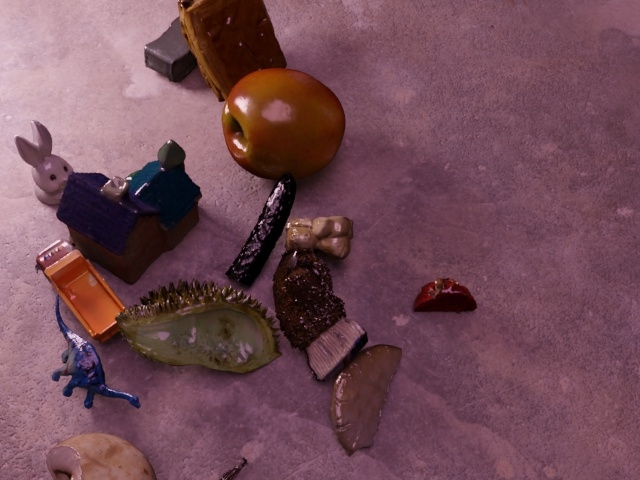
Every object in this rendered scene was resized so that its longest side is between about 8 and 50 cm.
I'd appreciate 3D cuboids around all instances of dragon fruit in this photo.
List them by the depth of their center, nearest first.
[{"bbox_3d":[0.316,0.126,1.665,0.162,0.106,0.083,3,60,0],"label":"dragon fruit"}]

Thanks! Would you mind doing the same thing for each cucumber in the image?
[{"bbox_3d":[-0.135,-0.029,1.680,0.081,0.072,0.303,28,85,10],"label":"cucumber"}]

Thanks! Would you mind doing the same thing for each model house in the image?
[{"bbox_3d":[-0.458,-0.100,1.624,0.245,0.280,0.312,32,63,13],"label":"model house"}]

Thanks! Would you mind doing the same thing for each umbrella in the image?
[{"bbox_3d":[-0.193,0.511,1.461,0.031,0.020,0.083,43,61,17],"label":"umbrella"}]

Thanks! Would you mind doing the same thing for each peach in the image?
[{"bbox_3d":[-0.089,-0.309,1.770,0.332,0.308,0.308,-16,63,-24],"label":"peach"}]

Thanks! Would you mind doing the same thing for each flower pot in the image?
[{"bbox_3d":[-0.415,-0.579,1.993,0.108,0.103,0.229,32,62,12],"label":"flower pot"}]

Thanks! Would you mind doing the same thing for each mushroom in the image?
[{"bbox_3d":[-0.435,0.517,1.362,0.189,0.195,0.254,-2,48,-44],"label":"mushroom"}]

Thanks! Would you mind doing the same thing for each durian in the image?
[{"bbox_3d":[-0.277,0.193,1.553,0.394,0.163,0.198,6,98,-24],"label":"durian"}]

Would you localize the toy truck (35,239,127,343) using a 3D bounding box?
[{"bbox_3d":[-0.562,0.121,1.576,0.114,0.135,0.270,-38,70,-21],"label":"toy truck"}]

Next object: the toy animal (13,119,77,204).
[{"bbox_3d":[-0.689,-0.191,1.693,0.130,0.221,0.104,28,58,12],"label":"toy animal"}]

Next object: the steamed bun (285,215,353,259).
[{"bbox_3d":[0.000,0.000,1.671,0.177,0.192,0.106,-3,81,-3],"label":"steamed bun"}]

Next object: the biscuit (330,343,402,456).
[{"bbox_3d":[0.096,0.346,1.533,0.141,0.038,0.290,35,61,-17],"label":"biscuit"}]

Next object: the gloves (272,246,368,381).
[{"bbox_3d":[-0.021,0.160,1.562,0.135,0.210,0.312,-22,65,-37],"label":"gloves"}]

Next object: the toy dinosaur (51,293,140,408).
[{"bbox_3d":[-0.532,0.286,1.480,0.329,0.076,0.144,47,109,18],"label":"toy dinosaur"}]

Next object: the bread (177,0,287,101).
[{"bbox_3d":[-0.269,-0.578,1.924,0.277,0.167,0.324,-40,115,-31],"label":"bread"}]
